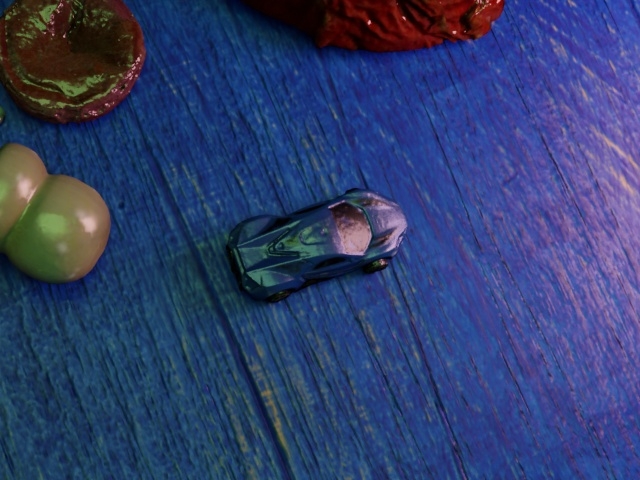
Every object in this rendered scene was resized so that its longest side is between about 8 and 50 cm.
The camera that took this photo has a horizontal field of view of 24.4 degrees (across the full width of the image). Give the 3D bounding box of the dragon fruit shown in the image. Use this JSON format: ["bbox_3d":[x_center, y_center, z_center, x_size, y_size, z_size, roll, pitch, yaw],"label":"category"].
[{"bbox_3d":[0.098,-0.374,1.783,0.330,0.302,0.240,25,39,-18],"label":"dragon fruit"}]

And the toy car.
[{"bbox_3d":[0.000,0.000,1.704,0.216,0.063,0.103,-17,78,-14],"label":"toy car"}]

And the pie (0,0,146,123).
[{"bbox_3d":[-0.292,-0.221,1.721,0.182,0.049,0.182,2,71,-6],"label":"pie"}]

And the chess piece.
[{"bbox_3d":[-0.372,-0.056,1.619,0.300,0.167,0.167,29,72,-9],"label":"chess piece"}]

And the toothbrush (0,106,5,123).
[{"bbox_3d":[-0.535,-0.228,1.693,0.386,0.040,0.040,30,72,-5],"label":"toothbrush"}]
